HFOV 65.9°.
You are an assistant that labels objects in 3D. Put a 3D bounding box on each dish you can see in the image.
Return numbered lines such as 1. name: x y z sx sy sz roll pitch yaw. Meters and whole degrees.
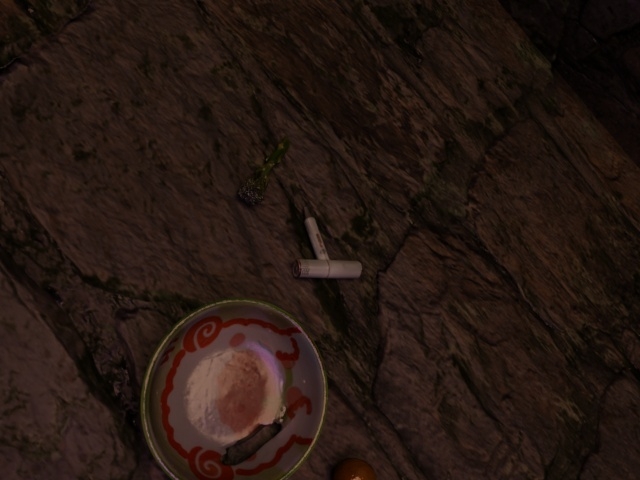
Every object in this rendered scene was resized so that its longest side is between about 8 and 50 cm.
1. dish: -0.156 0.271 0.878 0.324 0.124 0.323 7 73 -24

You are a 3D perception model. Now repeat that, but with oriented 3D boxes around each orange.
1. orange: 0.063 0.451 0.930 0.085 0.085 0.084 10 65 -22

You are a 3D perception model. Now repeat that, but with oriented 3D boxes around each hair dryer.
1. hair dryer: 0.007 -0.001 1.117 0.155 0.044 0.183 5 64 -27

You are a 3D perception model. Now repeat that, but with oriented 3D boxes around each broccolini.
1. broccolini: -0.112 -0.158 1.123 0.058 0.067 0.216 40 49 -10
